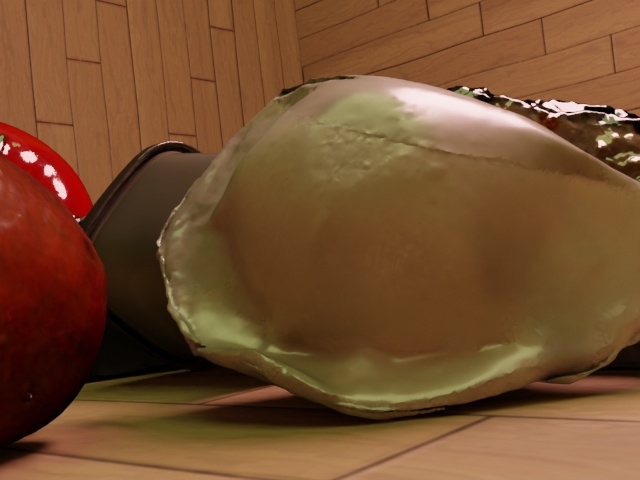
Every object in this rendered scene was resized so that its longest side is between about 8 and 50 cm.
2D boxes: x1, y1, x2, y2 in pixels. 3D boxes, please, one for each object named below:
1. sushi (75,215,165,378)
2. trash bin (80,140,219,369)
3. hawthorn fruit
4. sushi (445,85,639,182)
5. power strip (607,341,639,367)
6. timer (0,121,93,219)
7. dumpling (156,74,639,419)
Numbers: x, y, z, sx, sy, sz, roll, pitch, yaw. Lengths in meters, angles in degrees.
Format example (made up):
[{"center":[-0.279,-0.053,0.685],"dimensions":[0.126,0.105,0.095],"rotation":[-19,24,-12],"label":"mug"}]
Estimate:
[{"center":[-0.247,0.077,0.962],"dimensions":[0.227,0.215,0.212],"rotation":[-28,1,-24],"label":"sushi"},{"center":[-0.080,0.017,0.782],"dimensions":[0.250,0.219,0.219],"rotation":[1,-37,45],"label":"trash bin"},{"center":[-0.234,0.033,0.464],"dimensions":[0.224,0.224,0.261],"rotation":[-9,-17,42],"label":"hawthorn fruit"},{"center":[0.217,-0.027,0.715],"dimensions":[0.350,0.210,0.171],"rotation":[25,15,28],"label":"sushi"},{"center":[0.215,0.049,0.541],"dimensions":[0.052,0.078,0.272],"rotation":[-5,-3,-39],"label":"power strip"},{"center":[-0.516,0.010,1.110],"dimensions":[0.378,0.377,0.279],"rotation":[-5,-4,-25],"label":"timer"},{"center":[0.039,0.006,0.535],"dimensions":[0.341,0.260,0.181],"rotation":[33,-27,11],"label":"dumpling"}]
